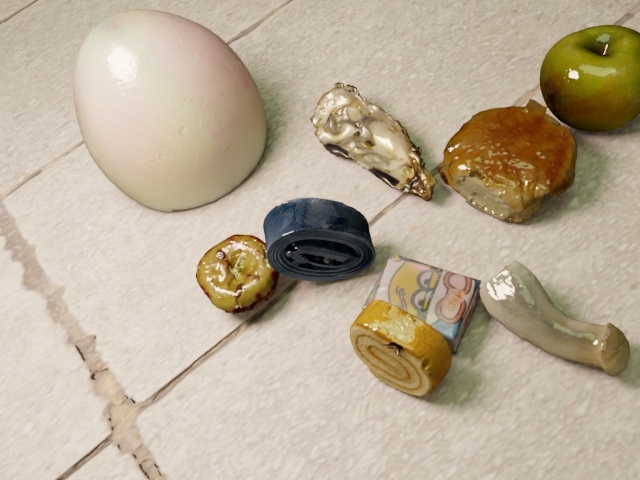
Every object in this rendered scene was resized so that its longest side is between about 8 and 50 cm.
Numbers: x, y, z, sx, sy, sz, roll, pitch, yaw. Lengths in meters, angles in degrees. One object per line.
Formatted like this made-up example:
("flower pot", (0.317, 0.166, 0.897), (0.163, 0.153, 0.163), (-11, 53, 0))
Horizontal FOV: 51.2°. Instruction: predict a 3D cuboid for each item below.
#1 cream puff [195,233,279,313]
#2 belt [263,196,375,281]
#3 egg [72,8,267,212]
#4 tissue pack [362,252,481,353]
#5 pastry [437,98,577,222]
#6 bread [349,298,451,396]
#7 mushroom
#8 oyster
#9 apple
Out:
("cream puff", (-0.136, 0.063, 1.139), (0.149, 0.084, 0.149), (-7, 58, 11))
("belt", (0.000, 0.000, 1.095), (0.190, 0.141, 0.082), (11, 50, -24))
("egg", (-0.305, -0.280, 1.273), (0.354, 0.340, 0.354), (-7, 55, 11))
("tissue pack", (0.159, 0.094, 1.045), (0.155, 0.065, 0.115), (17, 62, 26))
("pastry", (0.316, -0.135, 1.143), (0.229, 0.100, 0.218), (1, 60, 10))
("bread", (0.112, 0.163, 0.975), (0.149, 0.122, 0.073), (27, 54, 24))
("mushroom", (0.337, 0.120, 0.970), (0.223, 0.081, 0.092), (37, 91, 30))
("oyster", (0.101, -0.177, 1.258), (0.128, 0.078, 0.345), (-49, 57, 6))
("apple", (0.484, -0.279, 1.162), (0.196, 0.157, 0.196), (-7, 54, 9))
